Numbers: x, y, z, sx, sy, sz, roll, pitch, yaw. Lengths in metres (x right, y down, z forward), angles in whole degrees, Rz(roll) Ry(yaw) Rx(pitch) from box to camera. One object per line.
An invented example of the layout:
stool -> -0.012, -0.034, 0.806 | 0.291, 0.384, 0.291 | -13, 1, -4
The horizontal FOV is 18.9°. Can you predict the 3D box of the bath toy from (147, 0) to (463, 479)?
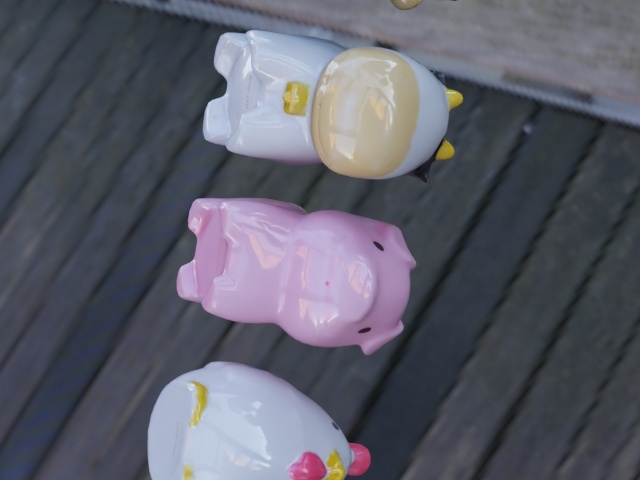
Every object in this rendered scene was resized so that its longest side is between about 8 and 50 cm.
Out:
bath toy -> 0.000, 0.000, 1.080 | 0.151, 0.129, 0.348 | -153, 74, -65
